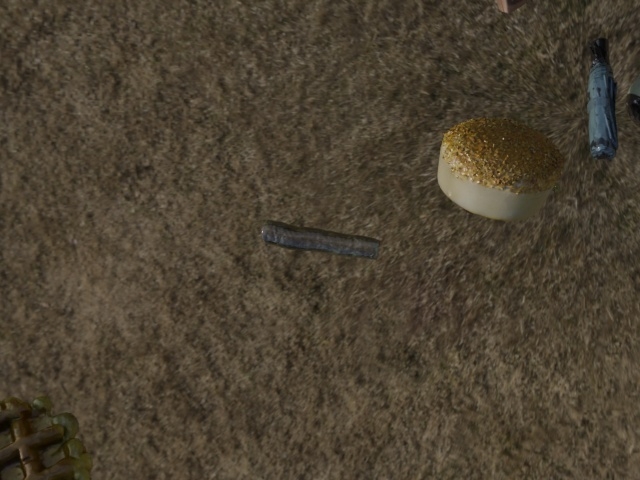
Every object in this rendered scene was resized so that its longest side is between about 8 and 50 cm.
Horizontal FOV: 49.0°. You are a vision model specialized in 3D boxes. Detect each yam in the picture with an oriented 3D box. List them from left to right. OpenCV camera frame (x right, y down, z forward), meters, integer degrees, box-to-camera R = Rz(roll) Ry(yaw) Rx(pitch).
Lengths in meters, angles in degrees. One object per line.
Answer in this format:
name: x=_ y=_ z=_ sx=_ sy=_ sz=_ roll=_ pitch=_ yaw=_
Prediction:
yam: x=0.000 y=0.000 z=1.571 sx=0.274 sy=0.061 sz=0.061 roll=9 pitch=102 yaw=14

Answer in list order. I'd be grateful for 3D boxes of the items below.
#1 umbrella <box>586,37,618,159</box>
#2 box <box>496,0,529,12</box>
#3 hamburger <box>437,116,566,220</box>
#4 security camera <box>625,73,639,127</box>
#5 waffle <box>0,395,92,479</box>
umbrella: x=0.530 y=-0.268 z=1.313 sx=0.053 sy=0.052 sz=0.250 roll=7 pitch=71 yaw=1
box: x=0.276 y=-0.341 z=0.902 sx=0.115 sy=0.025 sz=0.048 roll=-34 pitch=130 yaw=-8
hamburger: x=0.406 y=-0.175 z=1.595 sx=0.276 sy=0.294 sz=0.179 roll=32 pitch=127 yaw=27
security camera: x=0.723 y=-0.256 z=1.380 sx=0.191 sy=0.277 sz=0.197 roll=-46 pitch=39 yaw=13
waffle: x=-0.381 y=0.289 z=0.721 sx=0.281 sy=0.058 sz=0.301 roll=-6 pitch=56 yaw=-4
